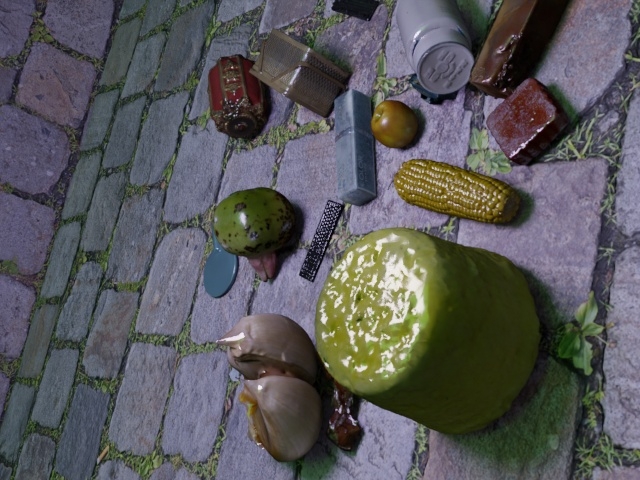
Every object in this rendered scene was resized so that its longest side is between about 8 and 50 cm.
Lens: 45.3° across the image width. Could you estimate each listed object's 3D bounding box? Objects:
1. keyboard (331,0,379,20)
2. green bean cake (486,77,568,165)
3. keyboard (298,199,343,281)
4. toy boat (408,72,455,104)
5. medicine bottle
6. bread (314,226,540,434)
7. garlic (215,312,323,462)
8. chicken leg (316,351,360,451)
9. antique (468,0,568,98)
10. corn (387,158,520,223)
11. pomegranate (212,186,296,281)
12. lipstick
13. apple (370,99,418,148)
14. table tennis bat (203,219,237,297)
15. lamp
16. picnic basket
[{"bbox_3d":[0.091,-0.640,2.095,0.195,0.018,0.060,37,100,52],"label":"keyboard"},{"bbox_3d":[0.398,-0.228,1.478,0.136,0.056,0.135,-46,44,28],"label":"green bean cake"},{"bbox_3d":[0.000,0.000,1.895,0.061,0.013,0.204,24,92,54],"label":"keyboard"},{"bbox_3d":[0.243,-0.346,1.728,0.141,0.055,0.060,44,130,50],"label":"toy boat"},{"bbox_3d":[0.249,-0.438,1.662,0.143,0.143,0.258,-44,32,29],"label":"medicine bottle"},{"bbox_3d":[0.181,0.145,1.357,0.348,0.307,0.348,-28,50,38],"label":"bread"},{"bbox_3d":[-0.103,0.316,1.674,0.313,0.249,0.286,97,-171,-49],"label":"garlic"},{"bbox_3d":[0.047,0.295,1.641,0.113,0.093,0.305,-16,64,33],"label":"chicken leg"},{"bbox_3d":[0.411,-0.437,1.542,0.093,0.087,0.310,30,96,52],"label":"antique"},{"bbox_3d":[0.264,-0.100,1.542,0.305,0.106,0.106,22,91,52],"label":"corn"},{"bbox_3d":[-0.159,-0.014,1.975,0.214,0.214,0.248,-3,106,50],"label":"pomegranate"},{"bbox_3d":[0.082,-0.224,1.850,0.076,0.077,0.290,-28,53,41],"label":"lipstick"},{"bbox_3d":[0.167,-0.268,1.746,0.099,0.102,0.114,-28,51,43],"label":"apple"},{"bbox_3d":[-0.293,0.047,2.218,0.153,0.040,0.244,-31,55,38],"label":"table tennis bat"},{"bbox_3d":[-0.251,-0.434,2.299,0.177,0.177,0.274,-40,43,32],"label":"lamp"},{"bbox_3d":[-0.056,-0.451,2.060,0.139,0.165,0.266,-60,39,10],"label":"picnic basket"}]
